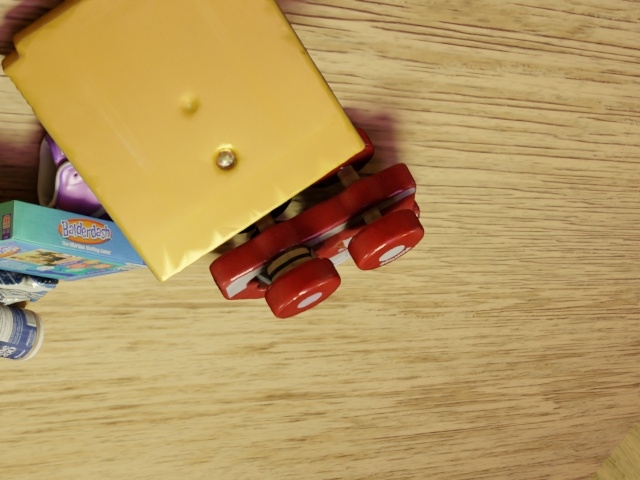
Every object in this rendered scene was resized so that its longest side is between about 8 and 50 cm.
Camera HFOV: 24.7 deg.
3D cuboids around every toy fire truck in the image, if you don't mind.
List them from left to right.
[{"bbox_3d":[0.000,0.000,1.961,0.302,0.169,0.254,-29,164,-5],"label":"toy fire truck"}]

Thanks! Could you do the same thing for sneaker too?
[{"bbox_3d":[-0.386,0.055,1.786,0.135,0.052,0.058,13,128,-47],"label":"sneaker"},{"bbox_3d":[-0.221,-0.120,1.667,0.161,0.102,0.282,12,125,-43],"label":"sneaker"}]

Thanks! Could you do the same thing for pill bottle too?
[{"bbox_3d":[-0.409,0.108,1.816,0.067,0.067,0.120,-46,144,17],"label":"pill bottle"}]

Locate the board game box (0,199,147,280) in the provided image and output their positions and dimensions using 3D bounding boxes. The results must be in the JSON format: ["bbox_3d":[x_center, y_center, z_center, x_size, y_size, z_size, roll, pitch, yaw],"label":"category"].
[{"bbox_3d":[-0.323,0.004,1.703,0.160,0.047,0.210,-10,165,39],"label":"board game box"}]

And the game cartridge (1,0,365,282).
[{"bbox_3d":[-0.148,-0.155,1.600,0.285,0.052,0.323,-33,114,-1],"label":"game cartridge"}]
